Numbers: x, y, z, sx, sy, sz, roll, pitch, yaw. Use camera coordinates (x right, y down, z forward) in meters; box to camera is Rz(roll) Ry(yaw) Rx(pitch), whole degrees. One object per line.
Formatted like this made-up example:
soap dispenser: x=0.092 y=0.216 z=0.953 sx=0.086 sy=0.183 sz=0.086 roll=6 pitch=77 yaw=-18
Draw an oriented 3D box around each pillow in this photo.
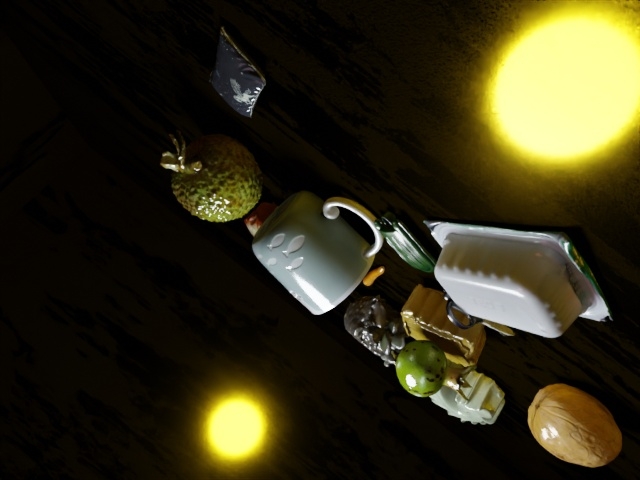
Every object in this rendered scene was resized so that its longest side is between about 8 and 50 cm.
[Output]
pillow: x=-0.183 y=-0.352 z=0.997 sx=0.141 sy=0.055 sz=0.208 roll=49 pitch=161 yaw=-5

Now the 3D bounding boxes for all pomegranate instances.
pomegranate: x=0.306 y=0.344 z=1.233 sx=0.219 sy=0.156 sz=0.156 roll=1 pitch=157 yaw=2

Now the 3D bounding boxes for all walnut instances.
walnut: x=0.662 y=0.486 z=1.194 sx=0.221 sy=0.195 sz=0.195 roll=38 pitch=163 yaw=-4

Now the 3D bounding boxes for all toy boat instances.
toy boat: x=0.215 y=0.014 z=1.124 sx=0.210 sy=0.052 sz=0.104 roll=44 pitch=160 yaw=-22

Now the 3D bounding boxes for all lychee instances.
lychee: x=-0.304 y=-0.182 z=1.333 sx=0.269 sy=0.270 sz=0.320 roll=37 pitch=-166 yaw=6

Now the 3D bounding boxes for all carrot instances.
carrot: x=0.173 y=0.113 z=1.485 sx=0.037 sy=0.037 sz=0.190 roll=37 pitch=161 yaw=4

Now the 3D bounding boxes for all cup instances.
cup: x=0.000 y=0.000 z=1.258 sx=0.274 sy=0.259 sz=0.356 roll=43 pitch=131 yaw=-13

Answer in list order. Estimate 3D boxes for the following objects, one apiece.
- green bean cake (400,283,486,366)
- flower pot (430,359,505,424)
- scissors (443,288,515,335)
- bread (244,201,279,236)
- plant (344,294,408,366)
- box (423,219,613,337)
green bean cake: x=0.350 y=0.240 z=1.293 sx=0.229 sy=0.131 sz=0.224 roll=25 pitch=161 yaw=29
flower pot: x=0.477 y=0.517 z=1.683 sx=0.367 sy=0.165 sz=0.254 roll=38 pitch=157 yaw=1
scissors: x=0.394 y=0.189 z=1.111 sx=0.299 sy=0.109 sz=0.022 roll=27 pitch=139 yaw=-34
bread: x=-0.120 y=-0.006 z=1.647 sx=0.327 sy=0.114 sz=0.295 roll=15 pitch=152 yaw=52
plant: x=0.210 y=0.309 z=1.641 sx=0.188 sy=0.199 sz=0.276 roll=42 pitch=170 yaw=-24
box: x=0.366 y=0.089 z=0.917 sx=0.264 sy=0.106 sz=0.336 roll=48 pitch=160 yaw=-27
